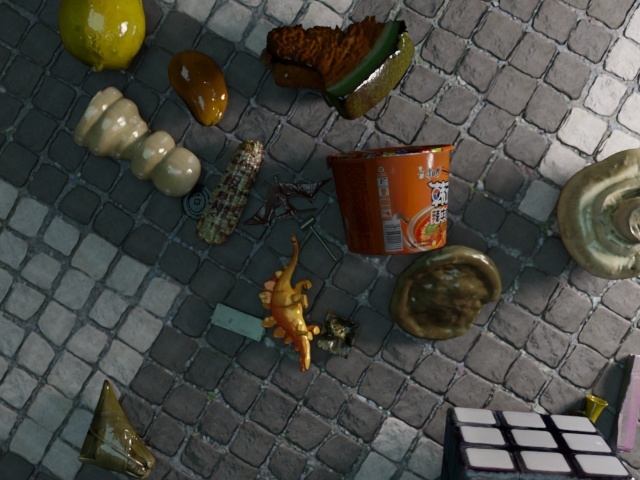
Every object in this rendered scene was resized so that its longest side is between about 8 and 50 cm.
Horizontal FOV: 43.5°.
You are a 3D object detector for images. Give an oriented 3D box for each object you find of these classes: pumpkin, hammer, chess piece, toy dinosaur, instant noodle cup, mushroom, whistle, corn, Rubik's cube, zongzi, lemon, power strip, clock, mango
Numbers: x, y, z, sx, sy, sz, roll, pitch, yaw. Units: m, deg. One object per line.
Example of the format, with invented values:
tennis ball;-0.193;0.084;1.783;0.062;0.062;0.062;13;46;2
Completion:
pumpkin;0.036;0.195;1.664;0.074;0.054;0.083;20;88;-1
hammer;0.000;0.000;1.684;0.035;0.019;0.110;-37;93;4
chess piece;-0.364;-0.192;1.654;0.261;0.143;0.142;34;93;-1
toy dinosaur;-0.073;0.132;1.662;0.117;0.070;0.288;-15;78;20
instant noodle cup;0.141;-0.082;1.567;0.250;0.250;0.192;-4;98;4
mushroom;0.585;-0.050;1.532;0.254;0.234;0.260;10;92;7
whistle;0.536;0.369;1.637;0.057;0.046;0.109;21;98;-11
corn;-0.187;-0.101;1.666;0.079;0.079;0.237;23;90;3
Rubik's cube;0.385;0.511;1.505;0.304;0.301;0.305;5;99;3
zongzi;-0.408;0.402;1.691;0.160;0.078;0.176;19;84;-3
lemon;-0.444;-0.446;1.630;0.173;0.173;0.206;-2;101;4
power strip;-0.177;0.169;1.694;0.136;0.019;0.051;20;94;4
clock;-0.261;-0.083;1.702;0.074;0.010;0.083;8;91;4
mango;-0.249;-0.319;1.666;0.105;0.084;0.159;-29;109;-12
toy dinosaur;-0.077;-0.088;1.679;0.220;0.032;0.108;-28;86;2

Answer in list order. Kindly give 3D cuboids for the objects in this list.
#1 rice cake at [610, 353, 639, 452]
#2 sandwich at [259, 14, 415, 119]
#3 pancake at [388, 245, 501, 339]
rice cake;0.630;0.331;1.632;0.047;0.036;0.206;13;91;-1
sandwich;0.016;-0.343;1.615;0.301;0.162;0.250;19;57;20
pancake;0.248;0.111;1.600;0.236;0.042;0.222;-37;122;23
